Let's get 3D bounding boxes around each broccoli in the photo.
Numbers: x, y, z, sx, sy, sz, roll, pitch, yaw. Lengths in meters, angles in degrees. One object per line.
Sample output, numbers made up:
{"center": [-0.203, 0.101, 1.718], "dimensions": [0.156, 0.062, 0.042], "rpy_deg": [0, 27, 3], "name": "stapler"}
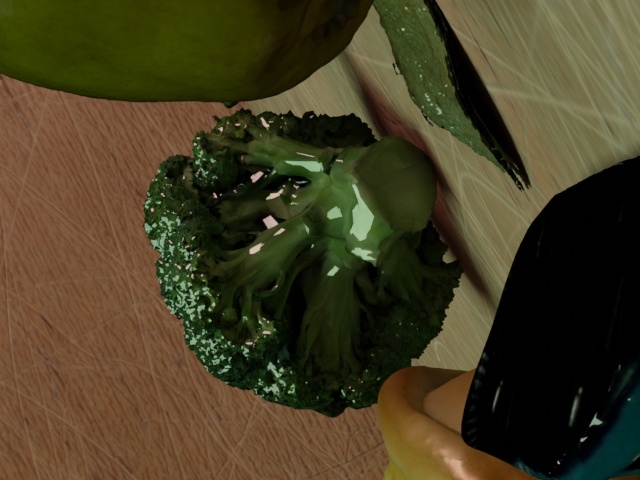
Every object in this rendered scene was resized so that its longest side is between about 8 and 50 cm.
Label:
{"center": [0.000, 0.000, 1.430], "dimensions": [0.270, 0.270, 0.270], "rpy_deg": [59, 143, 4], "name": "broccoli"}

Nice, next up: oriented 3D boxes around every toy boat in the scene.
{"center": [0.138, 0.048, 0.775], "dimensions": [0.092, 0.134, 0.299], "rpy_deg": [23, 176, -3], "name": "toy boat"}

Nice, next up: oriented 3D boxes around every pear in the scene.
{"center": [-0.108, -0.199, 0.832], "dimensions": [0.321, 0.269, 0.269], "rpy_deg": [37, 175, 2], "name": "pear"}

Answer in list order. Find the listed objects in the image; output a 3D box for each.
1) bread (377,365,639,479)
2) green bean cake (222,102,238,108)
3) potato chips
{"center": [0.134, 0.208, 1.149], "dimensions": [0.270, 0.211, 0.315], "rpy_deg": [62, 173, -19], "name": "bread"}
{"center": [-0.093, -0.230, 1.490], "dimensions": [0.200, 0.113, 0.214], "rpy_deg": [65, 174, -26], "name": "green bean cake"}
{"center": [0.058, -0.114, 1.063], "dimensions": [0.209, 0.026, 0.142], "rpy_deg": [55, 172, 28], "name": "potato chips"}
